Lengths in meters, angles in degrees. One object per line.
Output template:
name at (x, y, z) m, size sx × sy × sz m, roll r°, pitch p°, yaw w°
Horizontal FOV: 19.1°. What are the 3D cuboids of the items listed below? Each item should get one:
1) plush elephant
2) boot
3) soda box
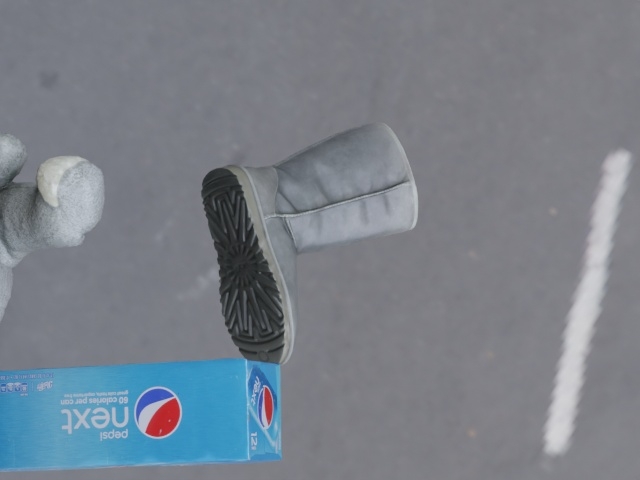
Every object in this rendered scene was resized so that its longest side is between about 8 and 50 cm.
plush elephant at (-0.383, 0.002, 1.589) m, size 0.255 × 0.330 × 0.272 m, roll 26°, pitch 85°, yaw -41°
boot at (0.002, 0.001, 1.638) m, size 0.208 × 0.076 × 0.190 m, roll -12°, pitch 94°, yaw -50°
soda box at (-0.136, 0.123, 1.328) m, size 0.067 × 0.210 × 0.071 m, roll 18°, pitch 69°, yaw -69°
